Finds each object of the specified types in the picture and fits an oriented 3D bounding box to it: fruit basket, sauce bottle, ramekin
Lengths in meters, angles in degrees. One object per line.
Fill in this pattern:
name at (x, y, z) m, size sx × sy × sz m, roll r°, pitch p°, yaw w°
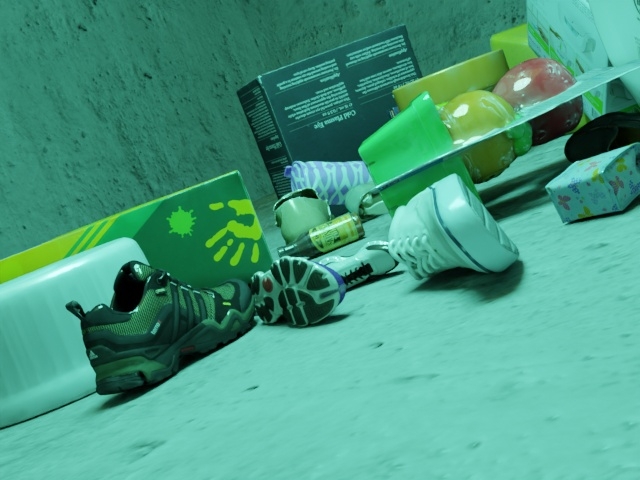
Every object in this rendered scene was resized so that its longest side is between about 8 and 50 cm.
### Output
fruit basket at (0.229, -0.136, 1.150) m, size 0.353 × 0.165 × 0.327 m, roll -20°, pitch 6°, yaw 6°
sauce bottle at (0.000, 0.000, 1.319) m, size 0.128 × 0.042 × 0.042 m, roll -24°, pitch 7°, yaw -7°
ramekin at (-0.308, 0.100, 1.056) m, size 0.277 × 0.135 × 0.277 m, roll -21°, pitch 6°, yaw 2°

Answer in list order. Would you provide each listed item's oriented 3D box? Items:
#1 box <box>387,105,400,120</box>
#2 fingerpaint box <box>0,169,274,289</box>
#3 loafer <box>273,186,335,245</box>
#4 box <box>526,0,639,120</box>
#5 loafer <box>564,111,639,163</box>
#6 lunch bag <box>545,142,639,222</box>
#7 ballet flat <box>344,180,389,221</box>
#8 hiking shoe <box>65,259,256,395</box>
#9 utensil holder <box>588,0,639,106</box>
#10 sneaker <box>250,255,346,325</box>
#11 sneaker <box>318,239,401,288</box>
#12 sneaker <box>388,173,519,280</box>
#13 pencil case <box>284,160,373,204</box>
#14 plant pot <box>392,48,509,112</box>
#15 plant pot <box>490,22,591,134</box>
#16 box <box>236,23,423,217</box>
box at (0.265, -0.220, 1.759) m, size 0.233 × 0.159 × 0.044 m, roll -23°, pitch 5°, yaw -11°
fingerpaint box at (-0.281, 0.032, 1.418) m, size 0.371 × 0.163 × 0.445 m, roll -21°, pitch 6°, yaw -7°
loafer at (-0.025, -0.040, 1.495) m, size 0.102 × 0.092 × 0.268 m, roll -22°, pitch 6°, yaw -2°
box at (0.426, -0.340, 1.409) m, size 0.127 × 0.231 × 0.262 m, roll -22°, pitch 49°, yaw -3°
loafer at (0.351, -0.117, 1.066) m, size 0.061 × 0.062 × 0.170 m, roll -32°, pitch 10°, yaw -36°
lunch bag at (0.267, -0.056, 0.853) m, size 0.083 × 0.053 × 0.071 m, roll -38°, pitch 13°, yaw -35°
ballet flat at (0.146, -0.086, 1.521) m, size 0.213 × 0.072 × 0.068 m, roll -23°, pitch 34°, yaw -4°
hiking shoe at (-0.150, 0.065, 0.919) m, size 0.086 × 0.114 × 0.227 m, roll -17°, pitch 8°, yaw 34°
utensil holder at (0.556, -0.340, 1.084) m, size 0.386 × 0.327 × 0.327 m, roll -23°, pitch 6°, yaw 1°
sneaker at (-0.015, 0.042, 0.901) m, size 0.071 × 0.068 × 0.170 m, roll -18°, pitch 4°, yaw -23°
sneaker at (0.037, 0.033, 0.959) m, size 0.109 × 0.040 × 0.043 m, roll -21°, pitch 22°, yaw 34°
sneaker at (0.111, 0.000, 0.816) m, size 0.091 × 0.094 × 0.258 m, roll -39°, pitch 0°, yaw 6°
pencil case at (0.046, -0.111, 1.653) m, size 0.206 × 0.088 × 0.086 m, roll -4°, pitch -46°, yaw -25°
plant pot at (0.254, -0.214, 1.609) m, size 0.205 × 0.187 × 0.205 m, roll -20°, pitch 6°, yaw 2°
plant pot at (0.470, -0.305, 1.671) m, size 0.212 × 0.212 × 0.187 m, roll -24°, pitch 20°, yaw -19°
box at (0.051, -0.232, 1.881) m, size 0.343 × 0.312 × 0.179 m, roll -23°, pitch 6°, yaw -19°
